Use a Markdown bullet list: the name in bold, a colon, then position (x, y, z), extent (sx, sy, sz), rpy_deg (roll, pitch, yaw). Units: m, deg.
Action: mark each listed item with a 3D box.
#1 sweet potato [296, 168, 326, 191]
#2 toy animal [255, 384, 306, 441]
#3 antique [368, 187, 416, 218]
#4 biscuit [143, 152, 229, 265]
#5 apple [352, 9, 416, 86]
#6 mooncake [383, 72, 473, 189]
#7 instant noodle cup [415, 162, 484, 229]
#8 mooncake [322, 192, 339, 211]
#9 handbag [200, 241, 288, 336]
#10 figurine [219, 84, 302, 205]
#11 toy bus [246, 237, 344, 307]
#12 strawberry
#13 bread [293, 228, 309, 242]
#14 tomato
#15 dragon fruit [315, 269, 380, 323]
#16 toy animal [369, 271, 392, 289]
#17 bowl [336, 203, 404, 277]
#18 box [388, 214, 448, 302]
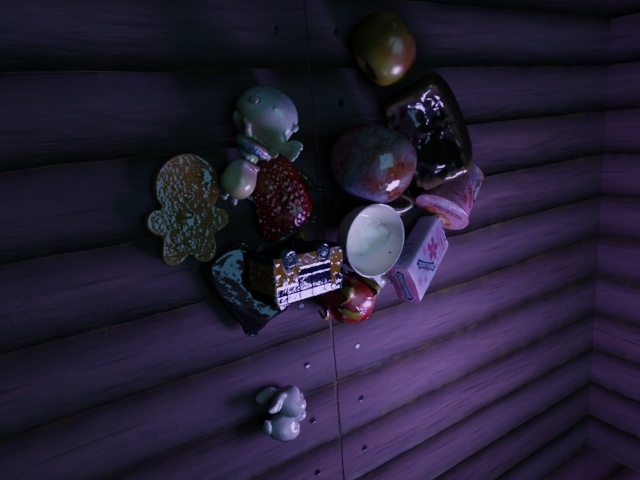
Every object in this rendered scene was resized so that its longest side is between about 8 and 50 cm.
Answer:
- **sweet potato**: position (-0.041, -0.214, 1.754), extent (0.153, 0.038, 0.041), rpy_deg (34, 92, -34)
- **toy animal**: position (-0.146, 0.648, 1.794), extent (0.178, 0.127, 0.193), rpy_deg (-5, 104, -30)
- **antique**: position (0.271, -0.137, 1.925), extent (0.143, 0.121, 0.257), rpy_deg (41, 84, -22)
- **biscuit**: position (-0.427, -0.098, 1.518), extent (0.275, 0.052, 0.355), rpy_deg (-10, 103, -35)
- **apple**: position (0.232, -0.692, 1.722), extent (0.194, 0.261, 0.261), rpy_deg (-40, 119, -2)
- **mooncake**: position (0.421, -0.411, 1.842), extent (0.393, 0.246, 0.394), rpy_deg (15, 64, -48)
- **instant noodle cup**: position (0.561, -0.207, 2.038), extent (0.243, 0.243, 0.231), rpy_deg (44, 67, -30)
- **mooncake**: position (0.006, 0.000, 1.806), extent (0.057, 0.150, 0.347), rpy_deg (8, 79, -63)
- **handbag**: position (-0.255, 0.172, 1.652), extent (0.191, 0.075, 0.332), rpy_deg (-37, 113, -11)
- **figurine**: position (-0.197, -0.288, 1.523), extent (0.394, 0.274, 0.226), rpy_deg (-62, 156, 3)
- **toy bus**: position (-0.077, 0.100, 1.621), extent (0.323, 0.162, 0.194), rpy_deg (-11, 104, -43)
- **strawberry**: position (-0.136, -0.149, 1.648), extent (0.233, 0.138, 0.306), rpy_deg (-33, 116, -22)
- **bread**: position (-0.076, 0.010, 1.757), extent (0.066, 0.060, 0.110), rpy_deg (0, 106, -61)
- **tomato**: position (0.190, -0.282, 1.727), extent (0.316, 0.316, 0.282), rpy_deg (21, 80, -34)
- **dragon fruit**: position (0.098, 0.210, 1.818), extent (0.227, 0.224, 0.224), rpy_deg (18, 89, -20)
- **toy animal**: position (0.284, 0.097, 1.970), extent (0.104, 0.131, 0.221), rpy_deg (47, 70, -8)
- **bowl**: position (0.167, -0.011, 1.782), extent (0.277, 0.145, 0.277), rpy_deg (-8, 105, -31)
- **box**: position (0.418, 0.068, 1.985), extent (0.370, 0.112, 0.190), rpy_deg (-52, 128, -37)
